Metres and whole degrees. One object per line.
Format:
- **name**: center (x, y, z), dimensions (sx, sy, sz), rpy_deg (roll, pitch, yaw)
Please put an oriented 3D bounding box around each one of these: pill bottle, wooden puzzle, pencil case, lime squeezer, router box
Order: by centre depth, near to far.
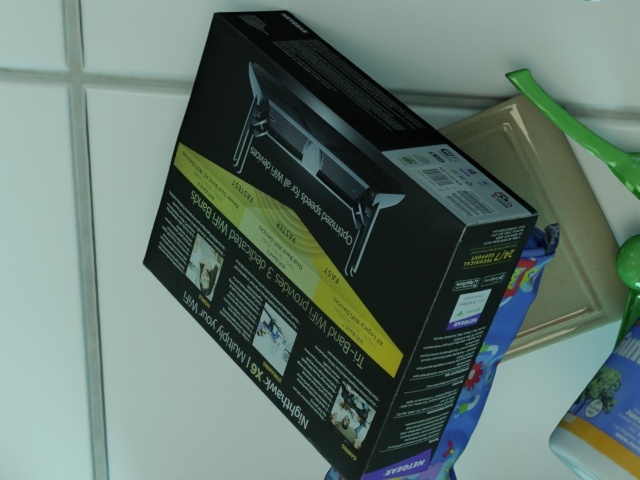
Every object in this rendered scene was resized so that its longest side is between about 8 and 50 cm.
- **router box**: center (0.000, 0.000, 1.202), dimensions (0.309, 0.081, 0.243), rpy_deg (44, 127, 35)
- **pill bottle**: center (0.316, 0.098, 1.222), dimensions (0.152, 0.152, 0.272), rpy_deg (39, 84, -12)
- **lime squeezer**: center (0.239, 0.000, 1.259), dimensions (0.110, 0.059, 0.310), rpy_deg (-21, 108, -19)
- **pencil case**: center (0.095, 0.100, 1.275), dimensions (0.119, 0.133, 0.306), rpy_deg (37, 122, 37)
- **wooden puzzle**: center (0.120, 0.007, 1.318), dimensions (0.238, 0.044, 0.221), rpy_deg (-24, 112, 15)
